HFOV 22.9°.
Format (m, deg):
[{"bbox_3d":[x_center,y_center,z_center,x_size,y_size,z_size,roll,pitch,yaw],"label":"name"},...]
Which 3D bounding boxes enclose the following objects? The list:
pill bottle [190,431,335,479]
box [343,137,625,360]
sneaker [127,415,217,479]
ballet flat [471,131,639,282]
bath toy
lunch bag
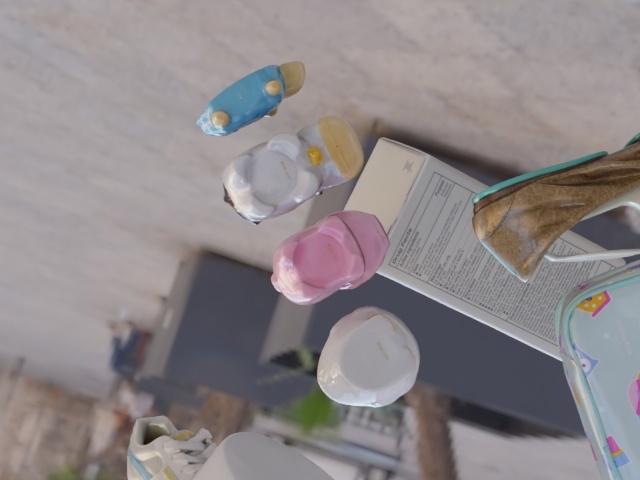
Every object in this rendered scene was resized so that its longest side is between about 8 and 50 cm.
[{"bbox_3d":[-0.116,0.347,1.297,0.204,0.361,0.204,36,-167,-10],"label":"pill bottle"},{"bbox_3d":[0.182,0.013,1.825,0.311,0.148,0.121,27,-178,-28],"label":"box"},{"bbox_3d":[-0.126,0.239,1.555,0.087,0.092,0.228,-8,-166,-36],"label":"sneaker"},{"bbox_3d":[0.321,-0.054,1.588,0.342,0.124,0.116,-25,173,-6],"label":"ballet flat"},{"bbox_3d":[0.000,0.000,1.577,0.151,0.348,0.129,-23,178,-13],"label":"bath toy"},{"bbox_3d":[0.348,0.144,1.414,0.224,0.279,0.108,-21,-177,1],"label":"lunch bag"}]
